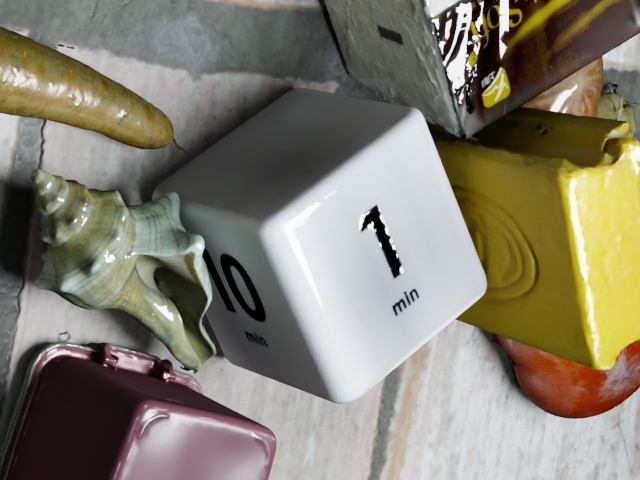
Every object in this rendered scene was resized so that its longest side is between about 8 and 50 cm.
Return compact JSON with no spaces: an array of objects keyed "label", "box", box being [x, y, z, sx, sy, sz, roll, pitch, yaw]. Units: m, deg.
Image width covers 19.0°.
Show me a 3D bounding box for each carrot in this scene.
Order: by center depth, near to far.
[{"label":"carrot","box":[-0.213,-0.121,1.593,0.298,0.078,0.078,19,88,-45]}]

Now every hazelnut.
[{"label":"hazelnut","box":[0.206,-0.153,1.855,0.150,0.150,0.150,-9,105,-36]}]

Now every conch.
[{"label":"conch","box":[-0.156,0.006,1.616,0.234,0.137,0.114,23,47,-33]}]

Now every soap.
[{"label":"soap","box":[0.168,-0.017,1.745,0.096,0.324,0.204,-22,110,-28]}]

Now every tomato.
[{"label":"tomato","box":[0.288,0.097,1.938,0.199,0.112,0.228,-37,140,0]}]

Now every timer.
[{"label":"timer","box":[0.000,0.000,1.695,0.194,0.192,0.195,-38,120,-25]}]

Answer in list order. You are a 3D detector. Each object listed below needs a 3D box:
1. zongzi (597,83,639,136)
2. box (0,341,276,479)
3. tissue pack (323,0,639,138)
[{"label":"zongzi","box":[0.229,-0.107,1.939,0.178,0.081,0.189,23,76,-22]},{"label":"box","box":[-0.171,0.246,1.633,0.193,0.167,0.294,18,88,-37]},{"label":"tissue pack","box":[0.187,-0.272,1.741,0.370,0.210,0.198,-31,127,-19]}]
